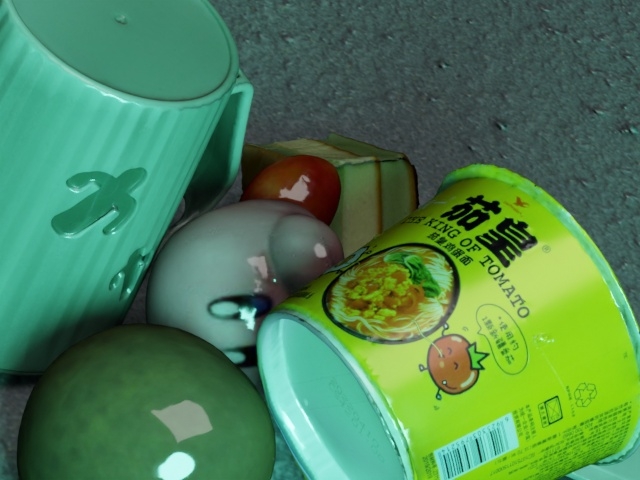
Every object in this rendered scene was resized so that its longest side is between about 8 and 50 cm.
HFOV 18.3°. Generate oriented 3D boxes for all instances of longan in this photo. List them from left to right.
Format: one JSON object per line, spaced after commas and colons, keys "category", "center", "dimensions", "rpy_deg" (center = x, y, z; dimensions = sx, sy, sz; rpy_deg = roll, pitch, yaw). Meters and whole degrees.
{"category": "longan", "center": [-0.168, 0.204, 1.893], "dimensions": [0.258, 0.258, 0.258], "rpy_deg": [15, 41, -13]}

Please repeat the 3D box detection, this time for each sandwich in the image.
{"category": "sandwich", "center": [-0.001, 0.000, 2.322], "dimensions": [0.155, 0.227, 0.198], "rpy_deg": [-6, 14, -30]}

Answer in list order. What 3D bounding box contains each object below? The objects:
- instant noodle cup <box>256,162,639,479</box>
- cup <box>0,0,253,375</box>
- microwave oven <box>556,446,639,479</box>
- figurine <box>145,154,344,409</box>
{"category": "instant noodle cup", "center": [0.111, 0.122, 1.855], "dimensions": [0.254, 0.325, 0.325], "rpy_deg": [-28, 62, -24]}
{"category": "cup", "center": [-0.264, -0.106, 2.084], "dimensions": [0.310, 0.392, 0.401], "rpy_deg": [36, 35, 2]}
{"category": "microwave oven", "center": [0.257, 0.237, 2.141], "dimensions": [0.295, 0.181, 0.237], "rpy_deg": [24, 42, -3]}
{"category": "figurine", "center": [-0.076, 0.066, 2.079], "dimensions": [0.211, 0.269, 0.261], "rpy_deg": [-3, 15, 0]}
